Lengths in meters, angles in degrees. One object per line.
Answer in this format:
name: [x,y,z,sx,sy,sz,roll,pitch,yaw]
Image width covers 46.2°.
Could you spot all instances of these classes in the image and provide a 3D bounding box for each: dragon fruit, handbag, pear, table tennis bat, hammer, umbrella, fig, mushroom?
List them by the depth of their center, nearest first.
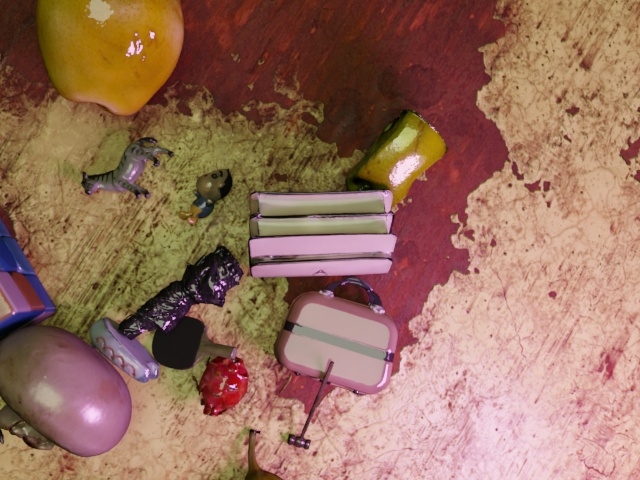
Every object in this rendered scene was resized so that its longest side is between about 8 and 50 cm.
mushroom: [-0.620,0.373,1.740,0.362,0.362,0.294,42,76,0]
pear: [-0.511,-0.522,1.825,0.362,0.362,0.418,14,98,-3]
fig: [-0.144,0.602,1.868,0.151,0.151,0.259,-19,83,-5]
hammer: [-0.016,0.411,1.871,0.058,0.029,0.292,17,119,-5]
umbrella: [-0.340,0.153,1.881,0.337,0.154,0.128,-41,130,-12]
handbag: [0.000,0.000,1.882,0.359,0.236,0.160,-1,61,-3]
table tennis bat: [-0.320,0.261,1.886,0.247,0.022,0.138,6,72,25]
dragon fruit: [-0.243,0.364,1.891,0.136,0.133,0.166,8,75,37]
pear: [0.185,-0.185,1.910,0.164,0.238,0.255,39,82,-6]
handbag: [0.052,0.229,1.912,0.302,0.149,0.283,18,82,-1]

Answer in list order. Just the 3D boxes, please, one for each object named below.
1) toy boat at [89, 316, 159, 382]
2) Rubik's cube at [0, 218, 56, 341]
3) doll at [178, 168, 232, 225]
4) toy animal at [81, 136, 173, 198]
toy boat: [-0.497,0.282,1.873,0.208,0.134,0.079,43,93,5]
Rubik's cube: [-0.888,0.115,1.754,0.347,0.346,0.344,-31,89,-5]
doll: [-0.296,-0.121,1.951,0.179,0.102,0.089,-49,133,-10]
toy animal: [-0.505,-0.184,1.946,0.176,0.073,0.217,29,79,14]
